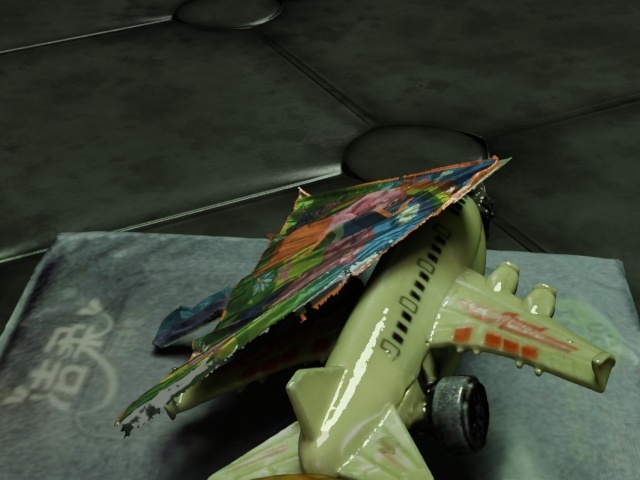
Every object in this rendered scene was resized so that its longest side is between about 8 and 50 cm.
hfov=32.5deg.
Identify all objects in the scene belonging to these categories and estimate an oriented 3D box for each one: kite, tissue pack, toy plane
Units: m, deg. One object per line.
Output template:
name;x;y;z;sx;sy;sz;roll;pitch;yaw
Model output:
kite;0.000;0.000;0.604;0.234;0.016;0.321;-28;13;23
tissue pack;-0.004;0.116;0.654;0.394;0.124;0.288;2;31;6
toy plane;0.041;0.050;0.547;0.229;0.092;0.244;-7;21;30

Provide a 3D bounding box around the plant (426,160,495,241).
plant;0.074;-0.004;0.899;0.174;0.085;0.087;-33;18;-32

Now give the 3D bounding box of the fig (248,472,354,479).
fig;0.075;0.221;0.402;0.368;0.286;0.286;5;23;-36
